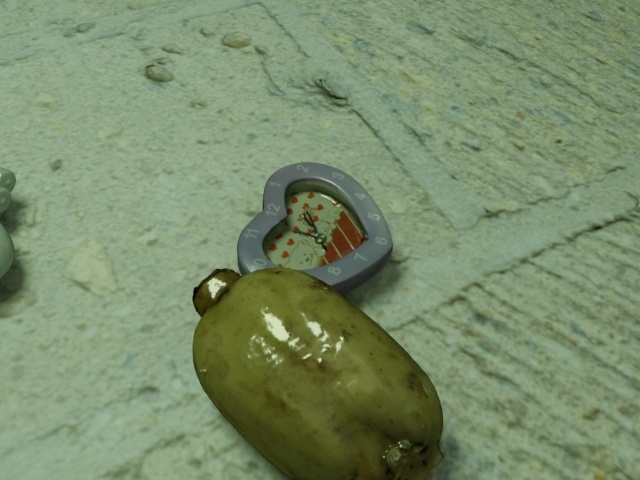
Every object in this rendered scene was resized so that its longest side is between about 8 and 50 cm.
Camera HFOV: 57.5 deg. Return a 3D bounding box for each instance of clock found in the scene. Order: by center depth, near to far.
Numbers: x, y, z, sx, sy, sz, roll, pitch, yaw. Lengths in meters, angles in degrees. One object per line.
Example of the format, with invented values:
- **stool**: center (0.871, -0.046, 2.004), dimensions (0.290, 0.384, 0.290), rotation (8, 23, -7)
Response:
- **clock**: center (0.000, 0.000, 0.698), dimensions (0.172, 0.064, 0.198), rotation (16, 53, 5)

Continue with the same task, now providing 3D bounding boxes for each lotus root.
- **lotus root**: center (-0.014, 0.124, 0.551), dimensions (0.284, 0.146, 0.160), rotation (39, 58, 21)

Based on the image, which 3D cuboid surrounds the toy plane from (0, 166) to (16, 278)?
- **toy plane**: center (-0.451, -0.017, 0.627), dimensions (0.252, 0.118, 0.252), rotation (4, 55, -6)
